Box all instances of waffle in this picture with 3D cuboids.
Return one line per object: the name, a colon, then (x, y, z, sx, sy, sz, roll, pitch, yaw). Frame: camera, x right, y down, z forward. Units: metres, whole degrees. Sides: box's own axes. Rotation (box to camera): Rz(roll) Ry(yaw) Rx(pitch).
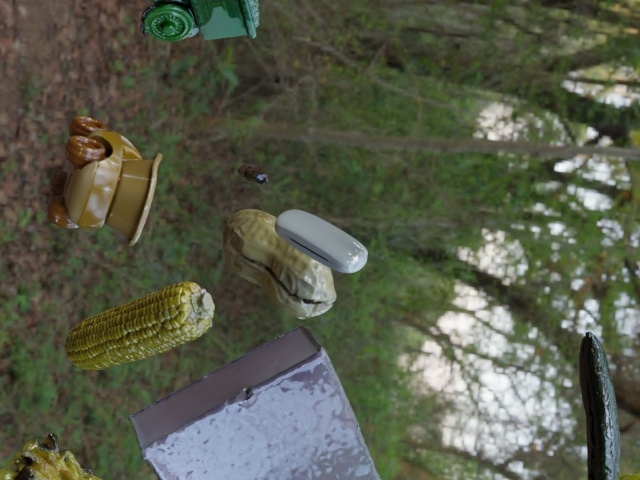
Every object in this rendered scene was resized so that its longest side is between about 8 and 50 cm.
waffle: (-0.415, 0.511, 1.723, 0.095, 0.379, 0.382, -45, 177, -2)

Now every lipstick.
lipstick: (-0.108, -0.107, 1.582, 0.176, 0.027, 0.027, -150, -112, -74)

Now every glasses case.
glasses case: (0.000, 0.000, 1.522, 0.063, 0.164, 0.041, -37, 147, -40)

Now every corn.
corn: (-0.229, 0.112, 1.227, 0.080, 0.238, 0.080, 35, 44, -42)

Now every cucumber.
cucumber: (0.434, 0.284, 1.506, 0.056, 0.056, 0.284, 82, 7, -79)

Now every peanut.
peanut: (-0.079, 0.037, 1.708, 0.130, 0.290, 0.130, -27, 135, -31)

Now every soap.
soap: (-0.086, 0.314, 1.415, 0.107, 0.296, 0.285, 45, -22, 62)

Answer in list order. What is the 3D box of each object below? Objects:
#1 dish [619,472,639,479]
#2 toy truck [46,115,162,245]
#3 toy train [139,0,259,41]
dish: (0.569, 0.482, 1.785, 0.080, 0.207, 0.149, 43, -26, 44)
toy truck: (-0.464, -0.124, 2.074, 0.288, 0.211, 0.204, -113, -137, -65)
toy train: (-0.217, -0.446, 1.603, 0.266, 0.201, 0.145, 75, 9, -58)
